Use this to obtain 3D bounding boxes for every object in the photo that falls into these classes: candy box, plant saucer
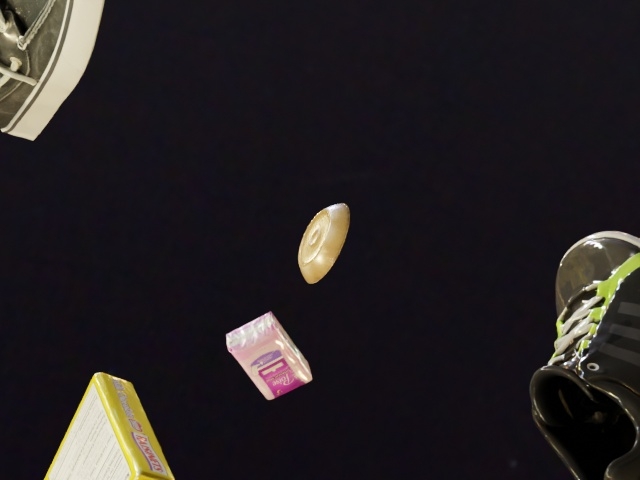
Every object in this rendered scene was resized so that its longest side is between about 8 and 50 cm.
[{"bbox_3d":[-0.137,0.180,0.916,0.027,0.206,0.105,18,-163,-28],"label":"candy box"},{"bbox_3d":[0.000,0.000,1.697,0.015,0.083,0.083,25,-149,-21],"label":"plant saucer"}]

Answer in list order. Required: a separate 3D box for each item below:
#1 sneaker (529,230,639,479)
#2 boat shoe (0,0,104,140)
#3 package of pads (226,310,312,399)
[{"bbox_3d":[0.162,0.071,0.995,0.097,0.084,0.235,20,-145,-26],"label":"sneaker"},{"bbox_3d":[-0.262,-0.186,1.562,0.105,0.306,0.113,14,-111,-19],"label":"boat shoe"},{"bbox_3d":[-0.048,0.107,1.634,0.083,0.050,0.032,57,-169,-41],"label":"package of pads"}]
